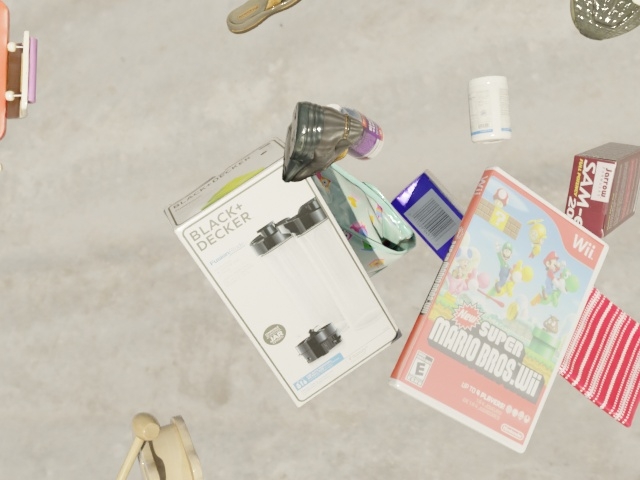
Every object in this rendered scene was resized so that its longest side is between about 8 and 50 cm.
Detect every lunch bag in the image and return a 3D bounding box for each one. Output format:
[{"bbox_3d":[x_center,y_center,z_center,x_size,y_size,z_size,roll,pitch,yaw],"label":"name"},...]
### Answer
[{"bbox_3d":[0.000,0.000,1.331,0.223,0.262,0.160,-38,42,32],"label":"lunch bag"}]

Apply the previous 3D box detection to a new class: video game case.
[{"bbox_3d":[0.220,0.084,0.966,0.285,0.204,0.025,-64,22,-11],"label":"video game case"}]

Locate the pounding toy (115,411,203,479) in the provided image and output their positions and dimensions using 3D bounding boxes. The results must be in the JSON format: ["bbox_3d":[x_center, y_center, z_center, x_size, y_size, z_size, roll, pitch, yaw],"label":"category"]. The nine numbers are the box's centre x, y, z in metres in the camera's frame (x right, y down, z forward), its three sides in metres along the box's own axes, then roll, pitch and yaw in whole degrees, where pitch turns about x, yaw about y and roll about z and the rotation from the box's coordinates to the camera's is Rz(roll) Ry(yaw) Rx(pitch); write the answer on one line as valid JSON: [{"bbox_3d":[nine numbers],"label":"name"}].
[{"bbox_3d":[-0.266,0.369,1.241,0.154,0.154,0.270,-149,51,-62],"label":"pounding toy"}]

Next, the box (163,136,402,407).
[{"bbox_3d":[-0.042,0.042,0.989,0.169,0.290,0.087,-32,25,-5],"label":"box"}]

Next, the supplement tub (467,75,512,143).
[{"bbox_3d":[0.291,-0.224,1.392,0.071,0.071,0.107,-4,88,34],"label":"supplement tub"}]

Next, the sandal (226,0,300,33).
[{"bbox_3d":[-0.094,-0.478,1.546,0.219,0.060,0.090,-28,46,10],"label":"sandal"}]

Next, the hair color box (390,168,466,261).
[{"bbox_3d":[0.265,-0.063,1.846,0.110,0.339,0.185,-42,89,9],"label":"hair color box"}]

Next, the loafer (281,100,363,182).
[{"bbox_3d":[-0.003,-0.088,0.792,0.061,0.170,0.062,5,85,-8],"label":"loafer"}]

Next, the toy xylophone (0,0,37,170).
[{"bbox_3d":[-0.558,-0.213,1.162,0.322,0.081,0.236,-7,87,-4],"label":"toy xylophone"}]

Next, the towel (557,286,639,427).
[{"bbox_3d":[0.453,0.159,1.378,0.199,0.275,0.031,-51,0,-33],"label":"towel"}]

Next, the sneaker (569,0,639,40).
[{"bbox_3d":[0.463,-0.470,1.205,0.158,0.182,0.410,22,82,0],"label":"sneaker"}]

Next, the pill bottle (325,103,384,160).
[{"bbox_3d":[0.072,-0.274,2.020,0.108,0.193,0.108,-7,77,30],"label":"pill bottle"}]

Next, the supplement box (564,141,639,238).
[{"bbox_3d":[0.494,-0.093,1.393,0.073,0.239,0.130,14,108,30],"label":"supplement box"}]
